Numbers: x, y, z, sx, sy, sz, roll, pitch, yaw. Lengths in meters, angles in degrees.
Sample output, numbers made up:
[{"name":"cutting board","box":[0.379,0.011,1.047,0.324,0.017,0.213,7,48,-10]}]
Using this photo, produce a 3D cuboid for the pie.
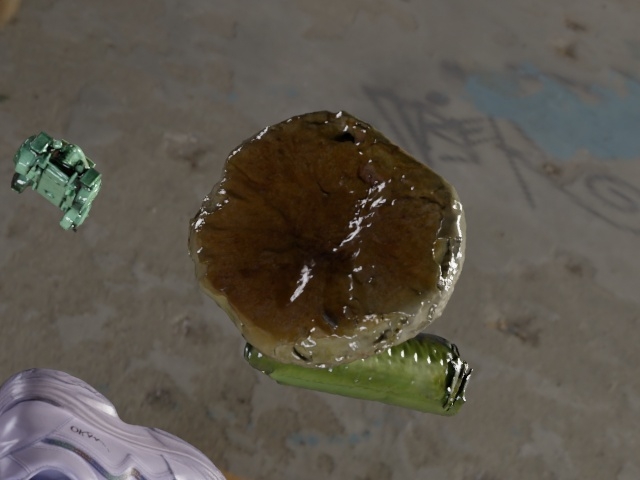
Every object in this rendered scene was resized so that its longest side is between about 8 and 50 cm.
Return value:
[{"name":"pie","box":[0.000,0.000,0.875,0.195,0.046,0.195,-5,59,8]}]

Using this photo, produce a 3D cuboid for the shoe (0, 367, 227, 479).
[{"name":"shoe","box":[-0.166,0.211,1.025,0.245,0.095,0.137,38,25,-14]}]

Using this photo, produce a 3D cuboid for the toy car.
[{"name":"toy car","box":[-0.218,-0.053,1.073,0.073,0.143,0.054,37,75,-6]}]

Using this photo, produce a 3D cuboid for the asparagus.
[{"name":"asparagus","box":[0.045,0.160,1.756,0.382,0.108,0.128,14,29,-31]}]
